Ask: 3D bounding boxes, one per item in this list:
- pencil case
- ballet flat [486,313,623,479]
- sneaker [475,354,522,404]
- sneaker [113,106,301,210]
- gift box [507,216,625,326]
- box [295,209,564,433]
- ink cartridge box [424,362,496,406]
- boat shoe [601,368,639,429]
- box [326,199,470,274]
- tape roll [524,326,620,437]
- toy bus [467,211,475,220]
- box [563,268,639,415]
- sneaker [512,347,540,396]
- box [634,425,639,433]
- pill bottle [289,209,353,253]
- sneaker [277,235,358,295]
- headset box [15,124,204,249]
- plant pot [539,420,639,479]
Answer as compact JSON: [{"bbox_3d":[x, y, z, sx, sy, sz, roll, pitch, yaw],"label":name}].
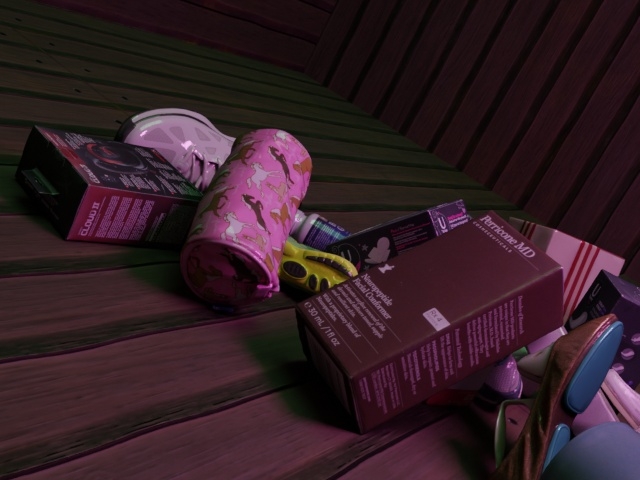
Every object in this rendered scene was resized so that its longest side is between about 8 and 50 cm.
[{"bbox_3d":[-0.120,-0.050,1.458,0.160,0.167,0.386,-6,36,15],"label":"pencil case"},{"bbox_3d":[0.339,0.252,1.247,0.124,0.343,0.116,17,-12,39],"label":"ballet flat"},{"bbox_3d":[0.302,0.181,1.570,0.110,0.122,0.283,-13,47,-7],"label":"sneaker"},{"bbox_3d":[-0.204,-0.139,1.745,0.447,0.169,0.257,11,22,-48],"label":"sneaker"},{"bbox_3d":[0.559,0.110,2.051,0.255,0.258,0.276,21,2,-15],"label":"gift box"},{"bbox_3d":[0.174,0.119,1.296,0.381,0.143,0.191,-24,40,-16],"label":"box"},{"bbox_3d":[0.233,0.186,1.470,0.127,0.176,0.128,12,23,-40],"label":"ink cartridge box"},{"bbox_3d":[0.679,0.360,1.631,0.302,0.103,0.113,47,12,3],"label":"boat shoe"},{"bbox_3d":[0.167,0.025,1.631,0.163,0.247,0.142,-18,90,-55],"label":"box"},{"bbox_3d":[0.454,0.258,1.473,0.392,0.072,0.392,55,14,-20],"label":"tape roll"},{"bbox_3d":[0.422,0.041,2.253,0.211,0.149,0.220,34,12,-41],"label":"toy bus"},{"bbox_3d":[0.604,0.226,1.750,0.143,0.270,0.165,26,18,-5],"label":"box"},{"bbox_3d":[0.379,0.201,1.760,0.169,0.108,0.292,30,19,-4],"label":"sneaker"},{"bbox_3d":[0.653,0.405,1.451,0.275,0.094,0.113,38,21,-41],"label":"box"},{"bbox_3d":[0.000,0.000,1.779,0.169,0.094,0.094,30,18,6],"label":"pill bottle"},{"bbox_3d":[-0.061,0.043,1.603,0.295,0.109,0.123,28,-12,16],"label":"sneaker"},{"bbox_3d":[-0.377,-0.092,1.455,0.293,0.110,0.218,6,27,-50],"label":"headset box"},{"bbox_3d":[0.429,0.382,1.070,0.271,0.272,0.255,15,20,-35],"label":"plant pot"}]
